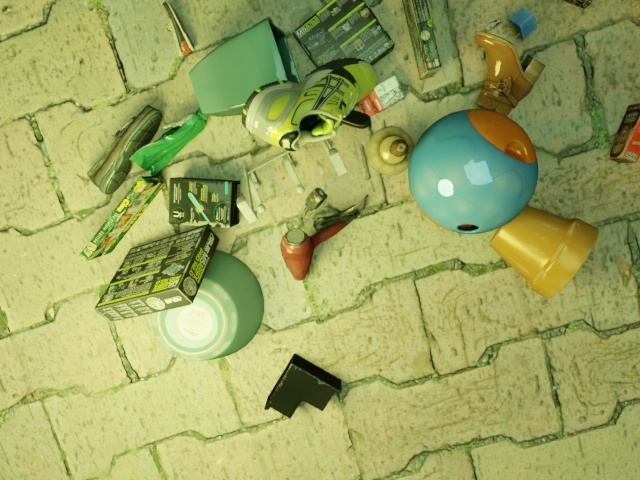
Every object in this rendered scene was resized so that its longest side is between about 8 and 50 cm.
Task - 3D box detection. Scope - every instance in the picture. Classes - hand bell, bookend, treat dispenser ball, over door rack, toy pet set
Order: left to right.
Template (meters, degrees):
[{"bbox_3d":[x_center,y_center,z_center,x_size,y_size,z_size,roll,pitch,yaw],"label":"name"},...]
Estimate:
[{"bbox_3d":[-0.065,-0.145,1.129,0.239,0.324,0.108,-28,112,5],"label":"over door rack"},{"bbox_3d":[-0.047,0.425,1.327,0.157,0.072,0.156,30,99,-2],"label":"bookend"},{"bbox_3d":[0.176,-0.217,1.139,0.126,0.242,0.126,0,98,3],"label":"hand bell"},{"bbox_3d":[0.349,-0.158,1.117,0.288,0.288,0.288,0,98,3],"label":"treat dispenser ball"},{"bbox_3d":[0.469,-0.499,1.174,0.114,0.065,0.122,-37,95,7],"label":"toy pet set"}]

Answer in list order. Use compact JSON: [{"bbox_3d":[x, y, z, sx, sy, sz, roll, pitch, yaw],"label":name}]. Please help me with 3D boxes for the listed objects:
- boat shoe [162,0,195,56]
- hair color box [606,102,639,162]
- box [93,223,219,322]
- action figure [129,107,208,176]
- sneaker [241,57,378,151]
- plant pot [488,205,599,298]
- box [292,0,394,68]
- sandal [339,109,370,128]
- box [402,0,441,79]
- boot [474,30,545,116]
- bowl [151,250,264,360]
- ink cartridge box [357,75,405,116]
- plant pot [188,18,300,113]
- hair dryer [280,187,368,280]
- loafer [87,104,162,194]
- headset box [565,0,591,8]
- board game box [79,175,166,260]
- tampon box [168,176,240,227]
[{"bbox_3d":[-0.370,-0.539,1.220,0.043,0.049,0.137,-24,101,8],"label":"boat shoe"},{"bbox_3d":[0.775,-0.265,1.189,0.043,0.072,0.141,19,98,-1],"label":"hair color box"},{"bbox_3d":[-0.402,0.082,1.190,0.270,0.216,0.060,-15,130,23],"label":"box"},{"bbox_3d":[-0.373,-0.268,1.234,0.232,0.137,0.063,-39,82,-1],"label":"action figure"},{"bbox_3d":[0.007,-0.299,1.094,0.384,0.145,0.147,-34,69,-31],"label":"sneaker"},{"bbox_3d":[0.535,0.007,1.188,0.188,0.205,0.205,34,99,13],"label":"plant pot"},{"bbox_3d":[0.058,-0.504,1.205,0.190,0.045,0.184,-37,93,8],"label":"box"},{"bbox_3d":[0.040,-0.316,1.225,0.179,0.040,0.067,22,60,11],"label":"sandal"},{"bbox_3d":[0.243,-0.505,1.160,0.036,0.114,0.207,-14,97,5],"label":"box"},{"bbox_3d":[0.426,-0.405,1.172,0.197,0.073,0.152,30,118,-4],"label":"boot"},{"bbox_3d":[-0.315,0.189,1.262,0.311,0.163,0.311,0,97,3],"label":"bowl"},{"bbox_3d":[0.152,-0.364,1.227,0.115,0.029,0.063,-28,96,6],"label":"ink cartridge box"},{"bbox_3d":[-0.186,-0.398,1.176,0.234,0.165,0.166,-17,97,12],"label":"plant pot"},{"bbox_3d":[0.000,0.000,1.222,0.293,0.223,0.080,-53,53,27],"label":"hair dryer"},{"bbox_3d":[-0.518,-0.247,1.247,0.084,0.096,0.267,37,100,3],"label":"loafer"},{"bbox_3d":[0.624,-0.614,1.167,0.083,0.032,0.062,22,99,-2],"label":"headset box"},{"bbox_3d":[-0.510,-0.061,1.249,0.030,0.136,0.260,40,99,-5],"label":"board game box"},{"bbox_3d":[-0.300,-0.100,1.250,0.161,0.101,0.120,4,98,3],"label":"tampon box"}]
